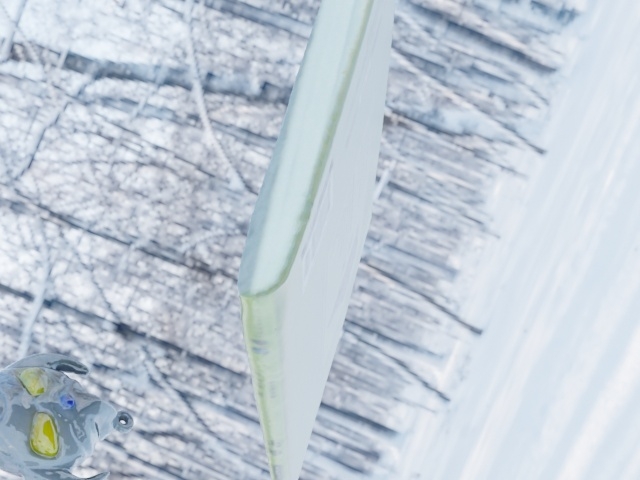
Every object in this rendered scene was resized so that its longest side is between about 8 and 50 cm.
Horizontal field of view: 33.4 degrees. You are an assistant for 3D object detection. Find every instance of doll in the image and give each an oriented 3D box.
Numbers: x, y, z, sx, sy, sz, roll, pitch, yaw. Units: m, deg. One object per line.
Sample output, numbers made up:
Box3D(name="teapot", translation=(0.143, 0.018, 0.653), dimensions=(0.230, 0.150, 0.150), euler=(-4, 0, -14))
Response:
Box3D(name="doll", translation=(-0.216, 0.124, 0.742), dimensions=(0.194, 0.104, 0.062), euler=(10, -64, -39))

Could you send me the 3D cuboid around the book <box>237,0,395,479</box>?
Box3D(name="book", translation=(0.000, 0.000, 0.642), dimensions=(0.352, 0.035, 0.239), euler=(92, -168, -63))
